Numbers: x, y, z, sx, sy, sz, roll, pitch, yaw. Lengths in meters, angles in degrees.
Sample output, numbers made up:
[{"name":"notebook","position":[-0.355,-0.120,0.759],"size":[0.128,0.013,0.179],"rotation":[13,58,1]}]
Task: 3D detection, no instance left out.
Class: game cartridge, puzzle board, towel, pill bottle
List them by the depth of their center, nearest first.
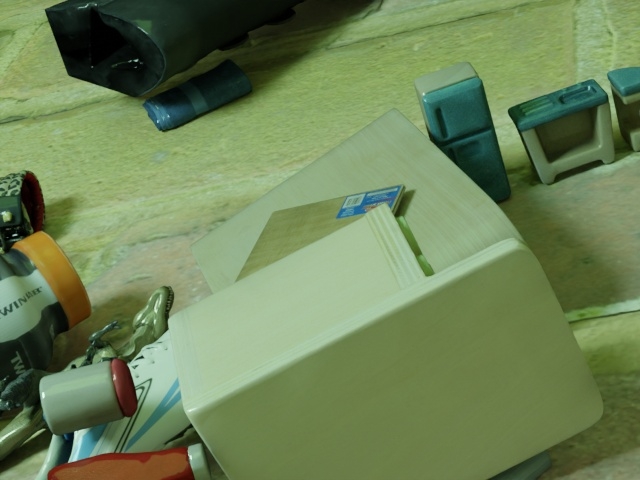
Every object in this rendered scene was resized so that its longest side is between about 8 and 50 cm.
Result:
[{"name":"game cartridge","position":[0.113,0.143,0.967],"size":[0.056,0.017,0.083],"rotation":[-31,31,-27]},{"name":"puzzle board","position":[0.000,0.000,1.123],"size":[0.128,0.011,0.096],"rotation":[-11,35,32]},{"name":"pill bottle","position":[-0.315,0.087,1.199],"size":[0.245,0.130,0.130],"rotation":[-32,32,-21]},{"name":"towel","position":[-0.139,-0.164,1.622],"size":[0.119,0.029,0.067],"rotation":[-25,30,-11]}]

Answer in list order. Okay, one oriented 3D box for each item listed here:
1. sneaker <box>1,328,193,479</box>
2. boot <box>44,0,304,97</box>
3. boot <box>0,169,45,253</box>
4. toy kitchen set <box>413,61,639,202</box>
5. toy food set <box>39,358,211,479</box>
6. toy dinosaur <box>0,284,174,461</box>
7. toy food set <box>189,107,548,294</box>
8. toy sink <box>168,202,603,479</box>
[{"name":"sneaker","position":[-0.142,0.122,1.041],"size":[0.237,0.086,0.085],"rotation":[-51,17,-27]},{"name":"boot","position":[-0.042,-0.305,1.631],"size":[0.445,0.146,0.367],"rotation":[-29,17,-36]},{"name":"boot","position":[-0.376,0.009,1.416],"size":[0.178,0.085,0.236],"rotation":[-13,29,7]},{"name":"toy kitchen set","position":[0.205,-0.086,1.188],"size":[0.207,0.122,0.166],"rotation":[-20,29,0]},{"name":"toy food set","position":[-0.108,0.160,0.908],"size":[0.104,0.111,0.232],"rotation":[-15,52,-2]},{"name":"toy dinosaur","position":[-0.213,0.121,1.128],"size":[0.268,0.064,0.118],"rotation":[-33,-11,-16]},{"name":"toy food set","position":[0.029,0.022,1.169],"size":[0.220,0.092,0.306],"rotation":[-34,29,-2]},{"name":"toy sink","position":[0.040,0.080,0.947],"size":[0.234,0.153,0.131],"rotation":[-28,29,3]}]
